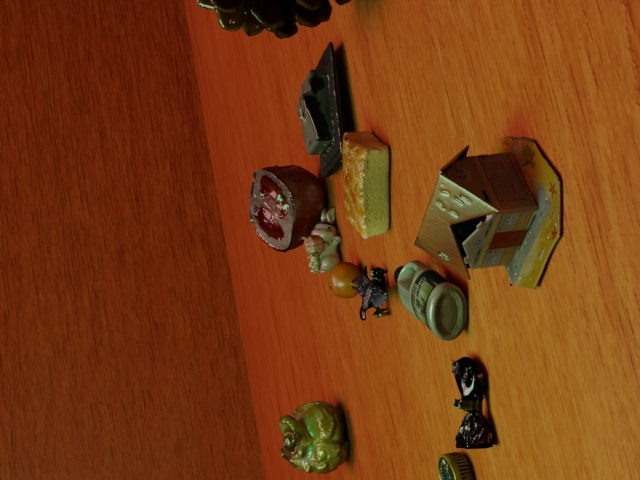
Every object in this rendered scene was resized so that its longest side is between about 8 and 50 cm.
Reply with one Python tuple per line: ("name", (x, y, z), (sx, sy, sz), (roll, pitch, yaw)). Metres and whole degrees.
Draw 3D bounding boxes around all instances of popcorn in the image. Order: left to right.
("popcorn", (-0.026, 0.490, 2.451), (0.198, 0.212, 0.197), (-13, 72, 44))

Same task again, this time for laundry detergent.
("laundry detergent", (0.180, 0.090, 1.686), (0.225, 0.070, 0.099), (-134, 31, -68))

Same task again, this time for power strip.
("power strip", (-0.004, -0.280, 2.162), (0.257, 0.092, 0.251), (140, 118, -77))

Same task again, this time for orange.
("orange", (0.055, 0.088, 2.146), (0.083, 0.084, 0.083), (173, 90, -76))

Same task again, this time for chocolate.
("chocolate", (0.238, 0.261, 1.566), (0.072, 0.070, 0.147), (-19, 78, 47))

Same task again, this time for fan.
("fan", (0.243, 0.441, 1.677), (0.082, 0.039, 0.155), (128, 131, -69))

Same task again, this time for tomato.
("tomato", (-0.067, -0.092, 2.367), (0.180, 0.155, 0.214), (48, 141, 28))

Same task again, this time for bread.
("bread", (0.089, -0.111, 1.932), (0.125, 0.068, 0.188), (-128, 33, -63))

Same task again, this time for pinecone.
("pinecone", (-0.061, -0.571, 1.783), (0.384, 0.385, 0.384), (173, 90, -76))

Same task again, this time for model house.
("model house", (0.217, -0.043, 1.340), (0.219, 0.136, 0.207), (101, 158, -52))

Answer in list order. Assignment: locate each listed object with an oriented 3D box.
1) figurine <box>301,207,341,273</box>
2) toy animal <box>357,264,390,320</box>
("figurine", (0.007, 0.001, 2.280), (0.098, 0.081, 0.146), (-26, -67, -66))
("toy animal", (0.108, 0.107, 1.985), (0.220, 0.062, 0.108), (-121, 26, -70))
